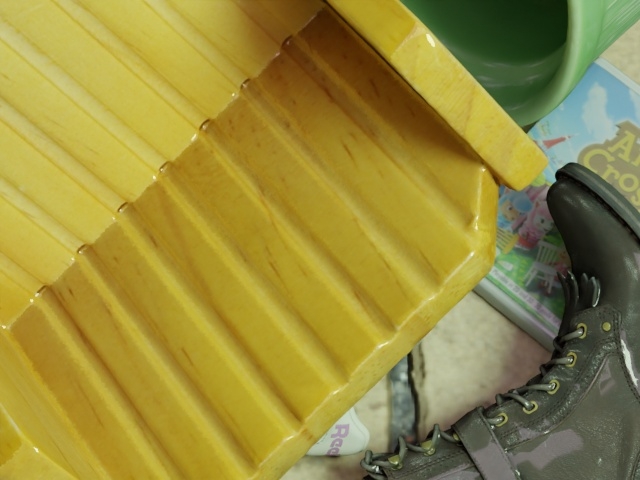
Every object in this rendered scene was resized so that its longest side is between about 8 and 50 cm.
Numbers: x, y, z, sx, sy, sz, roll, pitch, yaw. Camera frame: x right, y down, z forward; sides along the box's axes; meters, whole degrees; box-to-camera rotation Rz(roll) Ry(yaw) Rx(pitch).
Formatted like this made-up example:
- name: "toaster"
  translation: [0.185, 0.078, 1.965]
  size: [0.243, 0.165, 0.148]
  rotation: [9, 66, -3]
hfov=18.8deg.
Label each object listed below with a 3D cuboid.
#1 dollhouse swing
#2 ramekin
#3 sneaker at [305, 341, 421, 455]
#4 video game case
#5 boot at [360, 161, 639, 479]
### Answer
- name: "dollhouse swing"
  translation: [-0.128, -0.063, 1.082]
  size: [0.347, 0.305, 0.315]
  rotation: [-44, 51, 4]
- name: "ramekin"
  translation: [0.104, -0.238, 1.263]
  size: [0.148, 0.303, 0.303]
  rotation: [-37, 74, -25]
- name: "sneaker"
  translation: [0.000, 0.000, 1.268]
  size: [0.152, 0.114, 0.305]
  rotation: [16, 71, -11]
- name: "video game case"
  translation: [0.213, 0.002, 1.309]
  size: [0.212, 0.023, 0.193]
  rotation: [39, 70, 13]
- name: "boot"
  translation: [0.130, 0.103, 1.213]
  size: [0.229, 0.091, 0.263]
  rotation: [-24, 78, -2]
